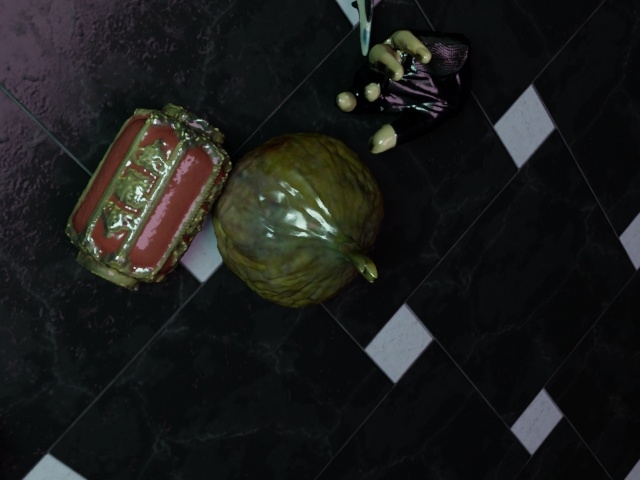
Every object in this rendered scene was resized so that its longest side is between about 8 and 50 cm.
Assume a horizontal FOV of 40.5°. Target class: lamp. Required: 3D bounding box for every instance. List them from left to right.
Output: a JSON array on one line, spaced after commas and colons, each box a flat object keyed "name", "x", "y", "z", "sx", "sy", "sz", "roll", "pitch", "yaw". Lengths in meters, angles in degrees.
[{"name": "lamp", "x": -0.248, "y": -0.064, "z": 1.265, "sx": 0.177, "sy": 0.177, "sz": 0.274, "roll": 31, "pitch": 90, "yaw": -36}]

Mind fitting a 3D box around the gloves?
[{"name": "gloves", "x": 0.135, "y": -0.252, "z": 1.449, "sx": 0.301, "sy": 0.152, "sz": 0.197, "roll": -22, "pitch": 113, "yaw": -53}]

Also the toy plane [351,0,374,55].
[{"name": "toy plane", "x": 0.064, "y": -0.434, "z": 1.398, "sx": 0.192, "sy": 0.088, "sz": 0.261, "roll": -10, "pitch": 121, "yaw": -24}]

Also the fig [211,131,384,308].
[{"name": "fig", "x": 0.000, "y": 0.000, "z": 1.328, "sx": 0.286, "sy": 0.369, "sz": 0.286, "roll": -11, "pitch": 119, "yaw": -22}]
